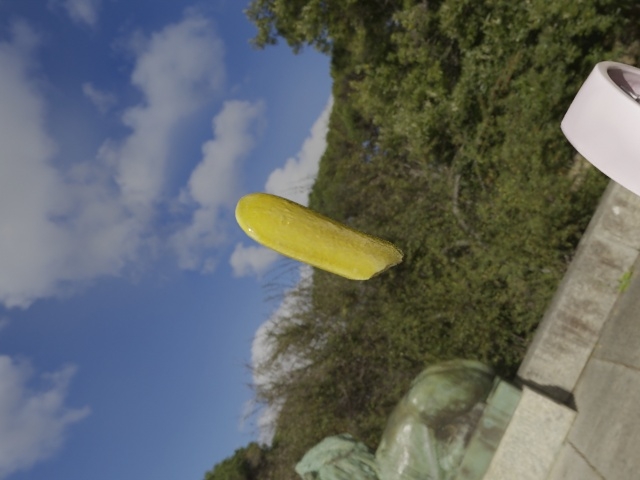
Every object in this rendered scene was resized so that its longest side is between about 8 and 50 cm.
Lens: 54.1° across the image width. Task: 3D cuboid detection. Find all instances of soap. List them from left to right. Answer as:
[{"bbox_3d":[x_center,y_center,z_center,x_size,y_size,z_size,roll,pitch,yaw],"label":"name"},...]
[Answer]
[{"bbox_3d":[0.000,0.000,0.587,0.089,0.168,0.033,-86,22,-58],"label":"soap"}]

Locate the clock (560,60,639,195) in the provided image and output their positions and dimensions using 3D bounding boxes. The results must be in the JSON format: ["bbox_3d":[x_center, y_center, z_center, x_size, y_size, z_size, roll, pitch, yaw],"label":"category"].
[{"bbox_3d":[0.348,-0.102,0.630,0.197,0.197,0.068,-46,-15,-54],"label":"clock"}]
